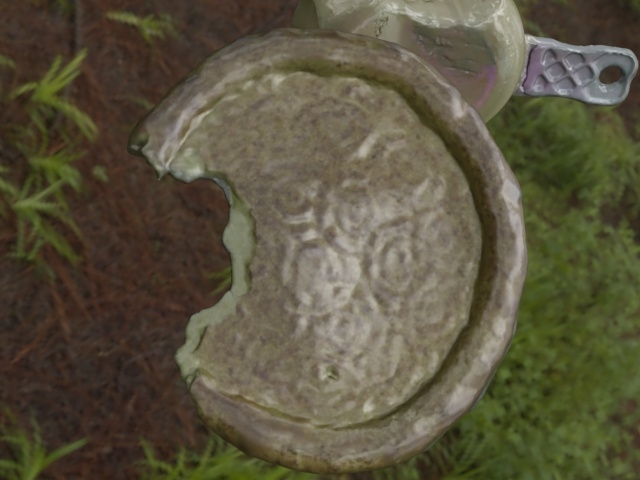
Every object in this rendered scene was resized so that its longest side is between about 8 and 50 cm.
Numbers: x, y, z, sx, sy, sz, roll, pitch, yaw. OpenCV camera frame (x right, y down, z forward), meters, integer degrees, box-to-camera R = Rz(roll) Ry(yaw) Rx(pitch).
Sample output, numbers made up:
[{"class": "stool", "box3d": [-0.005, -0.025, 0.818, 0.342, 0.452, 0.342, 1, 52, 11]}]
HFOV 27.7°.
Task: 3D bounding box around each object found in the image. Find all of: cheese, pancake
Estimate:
[{"class": "cheese", "box3d": [0.119, -0.148, 1.046, 0.286, 0.163, 0.082, 2, 38, -11]}, {"class": "pancake", "box3d": [0.000, 0.000, 0.846, 0.286, 0.033, 0.288, 29, 78, -2]}]
